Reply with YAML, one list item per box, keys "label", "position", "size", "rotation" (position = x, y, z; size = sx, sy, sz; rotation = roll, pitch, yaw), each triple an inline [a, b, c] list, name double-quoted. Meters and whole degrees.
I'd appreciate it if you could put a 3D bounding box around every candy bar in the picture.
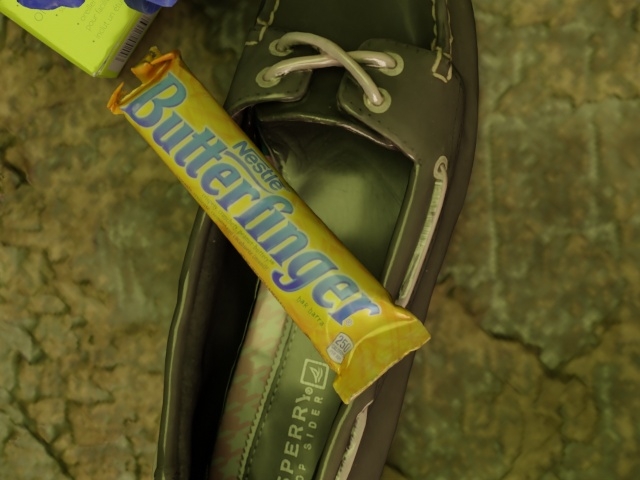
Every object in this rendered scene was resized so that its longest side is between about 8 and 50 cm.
- label: "candy bar"
  position: [-0.025, -0.011, 0.329]
  size: [0.040, 0.018, 0.161]
  rotation: [-42, 76, 6]

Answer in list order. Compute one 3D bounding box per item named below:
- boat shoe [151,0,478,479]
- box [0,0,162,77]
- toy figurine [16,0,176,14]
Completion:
- label: "boat shoe"
  position: [0.000, 0.000, 0.367]
  size: [0.112, 0.095, 0.335]
  rotation: [11, 91, 13]
- label: "box"
  position: [-0.149, -0.173, 0.410]
  size: [0.178, 0.042, 0.109]
  rotation: [35, 97, -5]
- label: "toy figurine"
  position: [-0.082, -0.202, 0.328]
  size: [0.191, 0.217, 0.363]
  rotation: [13, 48, 8]
